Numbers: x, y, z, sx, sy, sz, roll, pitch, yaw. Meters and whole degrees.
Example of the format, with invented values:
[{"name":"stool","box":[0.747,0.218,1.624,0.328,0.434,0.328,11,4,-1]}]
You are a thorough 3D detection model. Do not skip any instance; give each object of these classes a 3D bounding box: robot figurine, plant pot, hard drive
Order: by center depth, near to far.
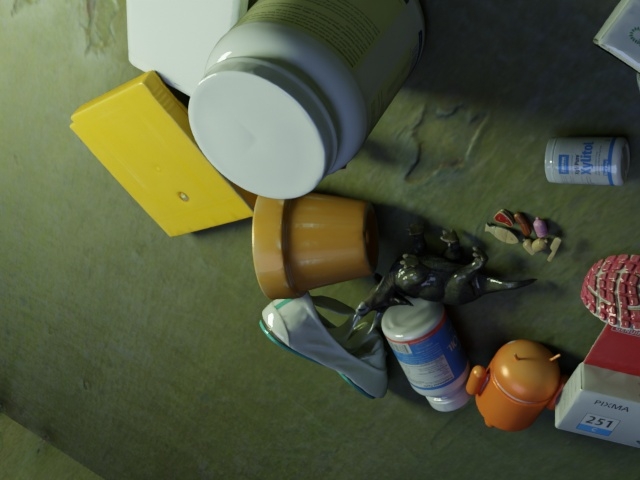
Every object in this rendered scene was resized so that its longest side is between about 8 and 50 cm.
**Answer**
[{"name":"hard drive","box":[-0.217,-0.350,1.456,0.203,0.040,0.307,29,151,6]},{"name":"plant pot","box":[0.000,0.000,1.605,0.188,0.205,0.205,-2,131,14]},{"name":"robot figurine","box":[0.364,0.266,1.674,0.158,0.128,0.219,37,144,18]}]

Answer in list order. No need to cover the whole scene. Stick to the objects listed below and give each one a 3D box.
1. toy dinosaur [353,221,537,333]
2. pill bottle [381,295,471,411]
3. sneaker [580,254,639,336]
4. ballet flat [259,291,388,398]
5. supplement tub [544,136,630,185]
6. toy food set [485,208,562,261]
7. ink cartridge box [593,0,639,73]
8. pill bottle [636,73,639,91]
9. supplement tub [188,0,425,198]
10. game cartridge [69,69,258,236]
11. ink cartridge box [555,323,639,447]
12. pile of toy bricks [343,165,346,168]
[{"name":"toy dinosaur","box":[0.210,0.060,1.592,0.313,0.121,0.160,-4,141,-1]},{"name":"pill bottle","box":[0.210,0.217,1.726,0.124,0.124,0.221,-3,130,35]},{"name":"sneaker","box":[0.549,0.105,1.400,0.299,0.121,0.112,13,168,34]},{"name":"ballet flat","box":[0.047,0.202,1.792,0.139,0.139,0.400,-6,150,38]},{"name":"supplement tub","box":[0.385,-0.115,1.311,0.107,0.071,0.071,3,132,30]},{"name":"toy food set","box":[0.334,-0.017,1.488,0.122,0.019,0.078,30,141,16]},{"name":"ink cartridge box","box":[0.477,-0.317,0.966,0.176,0.069,0.371,34,109,-1]},{"name":"pill bottle","box":[0.505,-0.112,1.163,0.162,0.162,0.278,-5,128,37]},{"name":"supplement tub","box":[-0.014,-0.233,1.255,0.235,0.325,0.235,19,138,17]},{"name":"game cartridge","box":[-0.296,-0.152,1.719,0.285,0.052,0.323,-11,125,46]},{"name":"ink cartridge box","box":[0.575,0.259,1.518,0.296,0.066,0.261,13,140,1]},{"name":"pile of toy bricks","box":[-0.041,-0.194,1.508,0.212,0.118,0.105,27,114,32]}]
